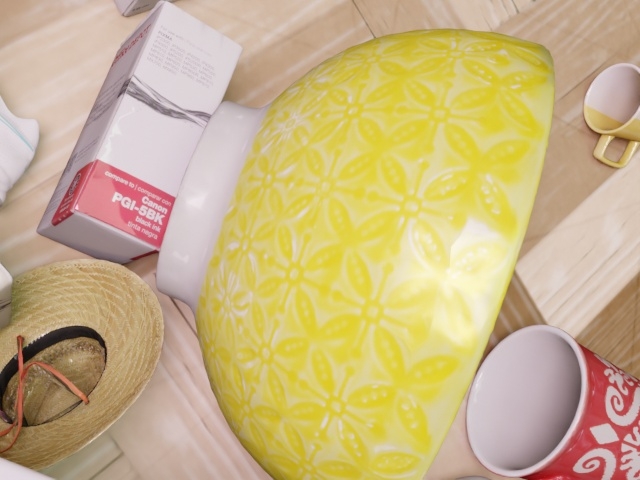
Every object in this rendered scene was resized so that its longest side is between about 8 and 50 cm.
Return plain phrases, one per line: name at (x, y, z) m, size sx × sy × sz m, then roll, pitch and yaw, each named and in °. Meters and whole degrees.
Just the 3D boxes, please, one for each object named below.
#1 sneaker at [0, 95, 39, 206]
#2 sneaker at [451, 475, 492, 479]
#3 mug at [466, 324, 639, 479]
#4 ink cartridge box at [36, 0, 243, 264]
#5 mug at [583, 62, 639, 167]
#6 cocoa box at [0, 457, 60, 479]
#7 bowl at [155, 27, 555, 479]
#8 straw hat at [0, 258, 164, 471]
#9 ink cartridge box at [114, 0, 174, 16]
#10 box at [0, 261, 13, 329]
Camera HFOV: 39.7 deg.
sneaker at (-0.227, -0.086, 0.500) m, size 0.152 × 0.054 × 0.061 m, roll 45°, pitch 56°, yaw -23°
sneaker at (0.014, 0.190, 0.563) m, size 0.258 × 0.094 × 0.091 m, roll -15°, pitch 95°, yaw -29°
mug at (0.204, 0.162, 0.669) m, size 0.169 × 0.113 × 0.150 m, roll 26°, pitch 81°, yaw -28°
ink cartridge box at (-0.108, -0.059, 0.528) m, size 0.056 × 0.099 × 0.135 m, roll 27°, pitch 72°, yaw -23°
mug at (0.269, -0.109, 0.772) m, size 0.064 × 0.078 × 0.062 m, roll 15°, pitch 43°, yaw -35°
cocoa box at (-0.096, 0.246, 0.344) m, size 0.347 × 0.228 × 0.231 m, roll 23°, pitch 56°, yaw -4°
bowl at (0.000, 0.000, 0.502) m, size 0.156 × 0.289 × 0.289 m, roll 20°, pitch 73°, yaw -2°
straw hat at (-0.149, 0.084, 0.505) m, size 0.144 × 0.144 × 0.061 m, roll -47°, pitch 144°, yaw -25°
ink cartridge box at (-0.112, -0.220, 0.575) m, size 0.089 × 0.052 × 0.122 m, roll -30°, pitch 99°, yaw -29°
box at (-0.289, 0.066, 0.405) m, size 0.275 × 0.094 × 0.113 m, roll -39°, pitch 88°, yaw -27°
